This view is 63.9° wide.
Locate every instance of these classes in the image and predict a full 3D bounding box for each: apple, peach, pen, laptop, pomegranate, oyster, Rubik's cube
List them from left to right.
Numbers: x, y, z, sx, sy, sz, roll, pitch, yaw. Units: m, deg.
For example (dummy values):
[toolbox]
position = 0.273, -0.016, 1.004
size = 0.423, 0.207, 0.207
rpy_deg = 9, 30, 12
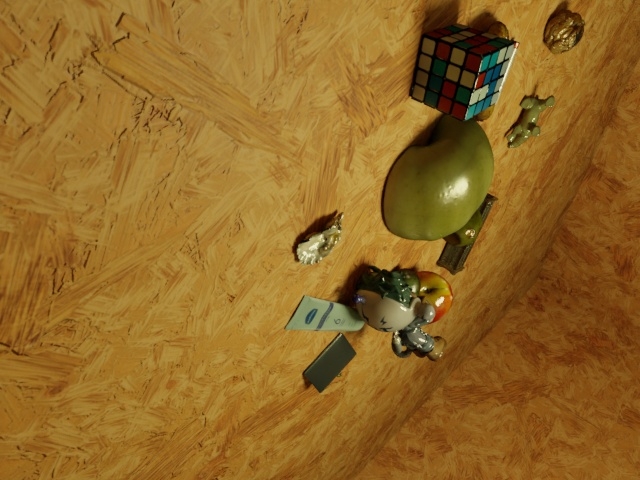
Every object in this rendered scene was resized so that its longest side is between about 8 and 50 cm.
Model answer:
[oyster]
position = 0.000, 0.000, 1.218
size = 0.122, 0.045, 0.146
rpy_deg = -5, 131, -57
[laptop]
position = 0.033, 0.397, 1.661
size = 0.180, 0.016, 0.129
rpy_deg = -45, 127, -17
[pomegranate]
position = 0.261, 0.150, 1.694
size = 0.142, 0.114, 0.114
rpy_deg = -6, 131, -15
[peach]
position = 0.368, 0.205, 1.808
size = 0.190, 0.190, 0.192
rpy_deg = -44, 167, -17
[apple]
position = 0.336, -0.168, 1.484
size = 0.321, 0.311, 0.360
rpy_deg = -7, 143, 8
[Rubik's cube]
position = 0.319, -0.387, 1.171
size = 0.151, 0.155, 0.154
rpy_deg = -32, 144, -37
[pen]
position = 0.536, -0.477, 1.514
size = 0.026, 0.026, 0.218
rpy_deg = -26, 140, -40

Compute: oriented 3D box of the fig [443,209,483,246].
[fig]
position = 0.481, -0.047, 1.757
size = 0.165, 0.154, 0.144
rpy_deg = -68, 140, -74

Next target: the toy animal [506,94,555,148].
[toy animal]
position = 0.728, -0.415, 1.804
size = 0.101, 0.103, 0.218
rpy_deg = -47, 156, -65

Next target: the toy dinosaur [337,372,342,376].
[toy dinosaur]
position = 0.040, 0.413, 1.709
size = 0.162, 0.039, 0.126
rpy_deg = -39, 136, -20

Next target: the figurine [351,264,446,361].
[figurine]
position = 0.248, 0.220, 1.554
size = 0.382, 0.261, 0.186
rpy_deg = 43, 54, -31

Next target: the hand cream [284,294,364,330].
[hand cream]
position = 0.022, 0.219, 1.484
size = 0.321, 0.067, 0.109
rpy_deg = 19, 106, -51

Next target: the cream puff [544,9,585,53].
[cream puff]
position = 0.755, -0.640, 1.590
size = 0.119, 0.104, 0.133
rpy_deg = -35, 147, -42

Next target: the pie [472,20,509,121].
[pie]
position = 0.440, -0.438, 1.335
size = 0.273, 0.069, 0.273
rpy_deg = 13, 90, -75

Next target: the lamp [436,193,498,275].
[lamp]
position = 0.546, -0.029, 1.920
size = 0.089, 0.090, 0.325
rpy_deg = -17, 134, -47
